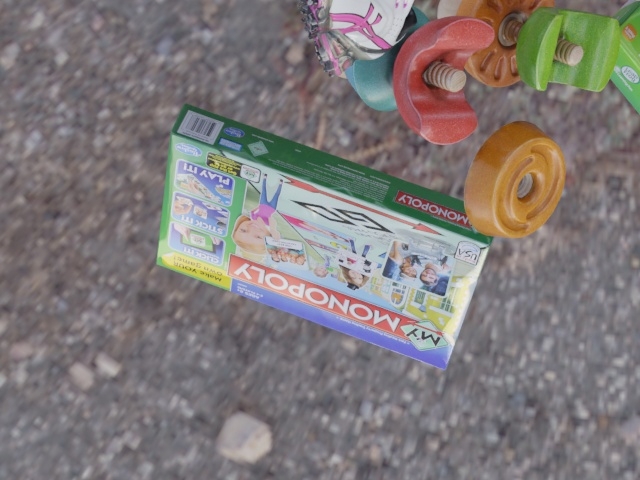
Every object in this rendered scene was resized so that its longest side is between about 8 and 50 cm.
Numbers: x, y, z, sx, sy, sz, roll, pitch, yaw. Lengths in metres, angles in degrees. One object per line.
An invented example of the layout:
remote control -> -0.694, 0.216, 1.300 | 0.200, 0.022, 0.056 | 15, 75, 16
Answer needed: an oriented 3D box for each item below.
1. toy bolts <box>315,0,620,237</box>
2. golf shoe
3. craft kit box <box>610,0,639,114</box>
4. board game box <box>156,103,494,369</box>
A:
toy bolts -> 0.102, -0.125, 1.484 | 0.158, 0.228, 0.218 | 27, 109, 44
golf shoe -> 0.023, -0.176, 1.241 | 0.086, 0.186, 0.067 | -23, 78, 2
craft kit box -> 0.400, -0.163, 1.616 | 0.250, 0.246, 0.061 | 49, 155, -9
board game box -> 0.000, 0.000, 1.741 | 0.317, 0.046, 0.213 | 19, 142, 5
